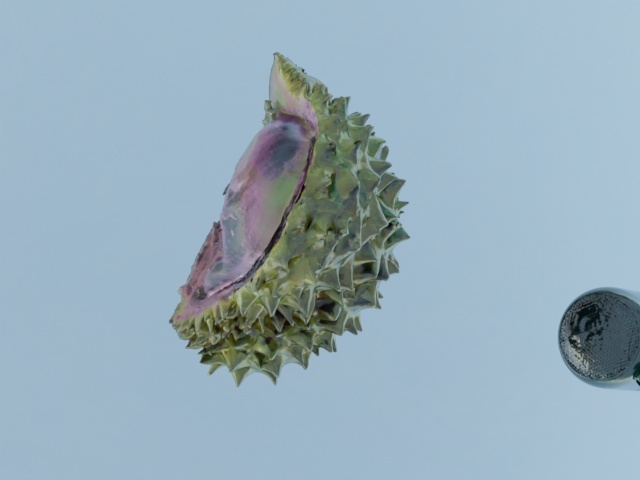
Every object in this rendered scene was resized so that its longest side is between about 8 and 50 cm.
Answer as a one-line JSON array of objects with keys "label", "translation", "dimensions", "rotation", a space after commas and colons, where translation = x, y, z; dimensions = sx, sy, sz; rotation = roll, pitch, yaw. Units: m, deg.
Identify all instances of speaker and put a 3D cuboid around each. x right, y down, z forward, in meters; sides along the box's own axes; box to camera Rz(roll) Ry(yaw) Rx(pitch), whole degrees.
[{"label": "speaker", "translation": [0.192, 0.064, 0.773], "dimensions": [0.075, 0.094, 0.060], "rotation": [9, -80, -52]}]

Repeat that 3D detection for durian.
[{"label": "durian", "translation": [0.000, 0.000, 0.721], "dimensions": [0.119, 0.108, 0.186], "rotation": [24, -95, -13]}]
